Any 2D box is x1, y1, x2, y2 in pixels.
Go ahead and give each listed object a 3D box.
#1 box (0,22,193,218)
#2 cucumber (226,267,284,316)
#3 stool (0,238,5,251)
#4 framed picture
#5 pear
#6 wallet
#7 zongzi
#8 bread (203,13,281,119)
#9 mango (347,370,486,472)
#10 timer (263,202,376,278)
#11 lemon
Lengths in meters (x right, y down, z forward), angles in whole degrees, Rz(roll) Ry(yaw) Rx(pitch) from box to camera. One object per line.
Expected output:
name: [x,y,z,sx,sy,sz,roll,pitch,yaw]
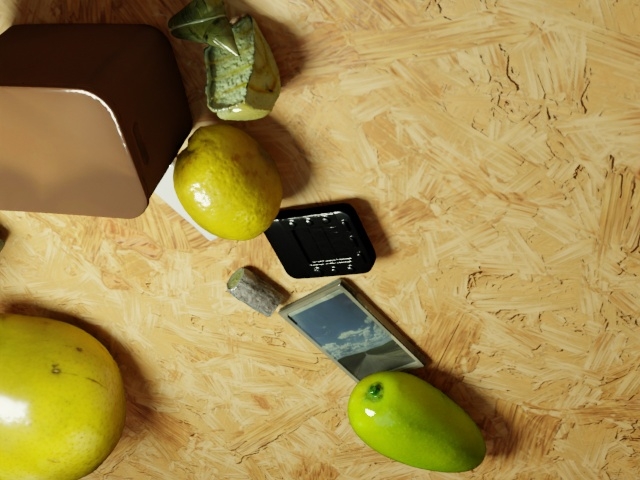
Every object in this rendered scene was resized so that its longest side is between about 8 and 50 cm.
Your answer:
box: [-0.404,-0.201,1.372,0.340,0.229,0.239,5,131,18]
cucumber: [-0.126,0.104,1.661,0.112,0.064,0.064,37,133,-18]
stool: [-0.854,0.018,1.723,0.330,0.297,0.297,36,134,-18]
framed picture: [0.064,0.189,1.693,0.260,0.023,0.189,44,134,-20]
pear: [-0.626,0.354,1.884,0.363,0.362,0.418,-19,126,34]
wallet: [-0.236,-0.076,1.559,0.190,0.033,0.095,42,134,-16]
zongzi: [-0.174,-0.306,1.286,0.104,0.052,0.113,-24,89,43]
bread: [-0.109,-0.252,1.308,0.103,0.156,0.110,-10,159,37]
mango: [0.200,0.377,1.715,0.343,0.155,0.192,35,143,-24]
timer: [0.000,0.000,1.523,0.188,0.055,0.144,-6,126,31]
lemon: [-0.154,-0.094,1.417,0.170,0.170,0.207,-20,126,34]
